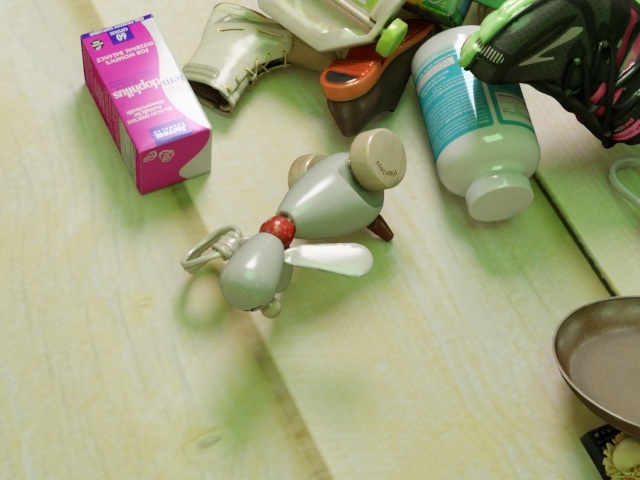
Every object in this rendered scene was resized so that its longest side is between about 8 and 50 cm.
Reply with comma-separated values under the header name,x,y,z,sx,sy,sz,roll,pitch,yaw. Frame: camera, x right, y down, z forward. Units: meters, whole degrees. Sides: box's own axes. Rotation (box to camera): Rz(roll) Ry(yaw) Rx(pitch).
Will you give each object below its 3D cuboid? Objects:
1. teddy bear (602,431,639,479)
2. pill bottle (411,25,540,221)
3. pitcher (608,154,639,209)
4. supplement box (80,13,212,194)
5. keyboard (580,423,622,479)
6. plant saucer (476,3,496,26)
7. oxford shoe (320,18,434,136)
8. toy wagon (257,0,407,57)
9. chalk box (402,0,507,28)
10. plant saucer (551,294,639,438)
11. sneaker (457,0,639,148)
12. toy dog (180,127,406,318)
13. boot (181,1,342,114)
name,x,y,z,sx,sy,sz,roll,pitch,yaw
teddy bear,0.503,0.330,1.491,0.338,0.113,0.245,27,42,8
pill bottle,0.222,-0.161,1.721,0.146,0.146,0.264,-6,61,-9
pitcher,0.500,-0.050,1.711,0.178,0.125,0.207,-7,48,14
supplement box,-0.244,-0.192,1.714,0.111,0.114,0.220,-21,66,-18
keyboard,0.394,0.315,1.533,0.108,0.023,0.180,-20,63,-16
plant saucer,0.324,-0.339,1.902,0.168,0.029,0.168,3,59,-4
oxford shoe,0.088,-0.248,1.803,0.097,0.098,0.271,12,39,33
toy wagon,0.059,-0.435,1.712,0.267,0.068,0.344,37,100,6
chalk box,0.163,-0.432,1.817,0.289,0.179,0.180,22,97,8
plant saucer,0.445,0.171,1.542,0.311,0.050,0.310,2,30,-1
sneaker,0.395,-0.237,1.672,0.483,0.185,0.202,1,56,-37
toy dog,0.000,0.000,1.605,0.334,0.220,0.161,-42,110,-20
boot,-0.090,-0.252,1.784,0.213,0.077,0.165,19,59,11
